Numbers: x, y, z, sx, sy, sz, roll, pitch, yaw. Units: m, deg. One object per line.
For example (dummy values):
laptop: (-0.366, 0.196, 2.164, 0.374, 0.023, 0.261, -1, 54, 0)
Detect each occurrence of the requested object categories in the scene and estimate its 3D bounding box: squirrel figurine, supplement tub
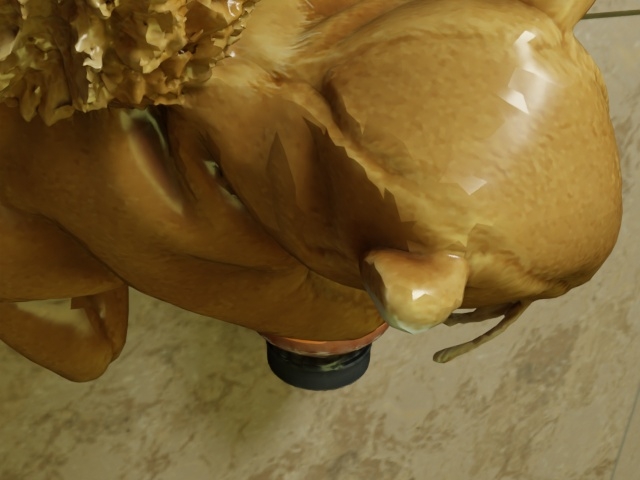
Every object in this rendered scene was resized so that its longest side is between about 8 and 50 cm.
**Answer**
squirrel figurine: (-0.057, -0.082, 0.817, 0.397, 0.370, 0.281, 43, 74, -42)
supplement tub: (0.000, 0.000, 1.139, 0.106, 0.106, 0.198, -16, 129, -23)
